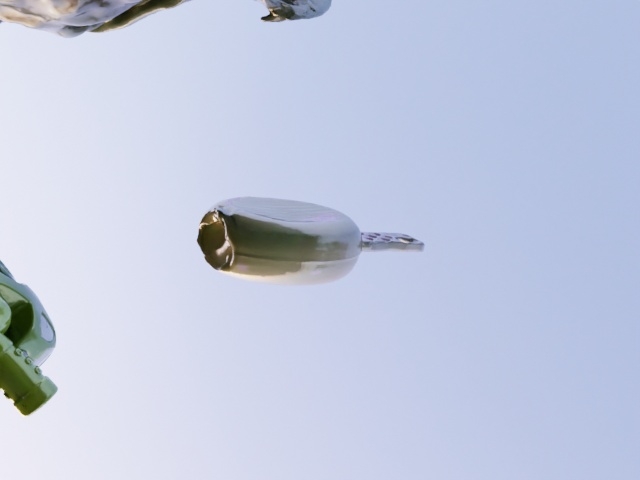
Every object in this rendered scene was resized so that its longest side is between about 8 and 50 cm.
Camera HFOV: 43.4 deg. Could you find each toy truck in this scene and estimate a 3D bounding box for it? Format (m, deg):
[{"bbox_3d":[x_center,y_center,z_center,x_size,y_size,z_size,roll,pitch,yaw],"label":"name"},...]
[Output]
[{"bbox_3d":[-0.425,0.122,1.029,0.148,0.187,0.211,-38,-154,-14],"label":"toy truck"}]

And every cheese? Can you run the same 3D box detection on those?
[{"bbox_3d":[0.000,0.000,0.777,0.137,0.228,0.064,35,-60,57],"label":"cheese"}]

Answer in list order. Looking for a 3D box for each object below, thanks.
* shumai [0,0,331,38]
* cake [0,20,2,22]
[{"bbox_3d":[-0.123,-0.269,0.703,0.292,0.288,0.329,-16,-141,54],"label":"shumai"},{"bbox_3d":[-0.546,-0.260,0.859,0.307,0.314,0.293,-22,-143,22],"label":"cake"}]
